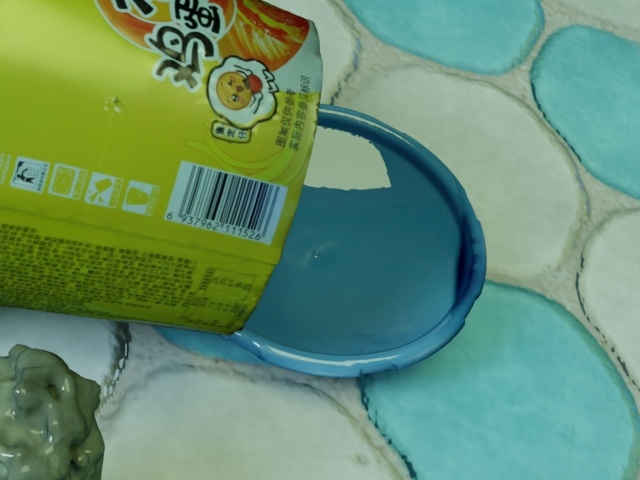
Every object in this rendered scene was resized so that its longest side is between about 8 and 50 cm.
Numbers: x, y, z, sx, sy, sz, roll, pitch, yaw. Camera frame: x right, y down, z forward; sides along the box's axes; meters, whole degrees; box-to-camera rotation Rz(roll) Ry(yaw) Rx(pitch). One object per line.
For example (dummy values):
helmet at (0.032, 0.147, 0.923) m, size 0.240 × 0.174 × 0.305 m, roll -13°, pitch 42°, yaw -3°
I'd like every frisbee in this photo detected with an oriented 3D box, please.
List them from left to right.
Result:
frisbee at (0.000, 0.000, 0.976) m, size 0.242 × 0.045 × 0.242 m, roll 7°, pitch 53°, yaw -9°

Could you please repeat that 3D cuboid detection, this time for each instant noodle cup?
instant noodle cup at (-0.123, -0.065, 0.819) m, size 0.200 × 0.264 × 0.264 m, roll 14°, pitch 50°, yaw -14°

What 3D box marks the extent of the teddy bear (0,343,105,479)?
teddy bear at (-0.326, 0.136, 0.605) m, size 0.367 × 0.224 × 0.357 m, roll 30°, pitch 33°, yaw 1°
